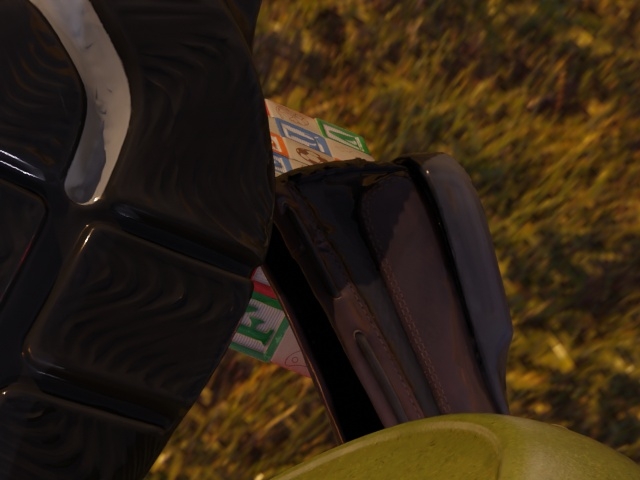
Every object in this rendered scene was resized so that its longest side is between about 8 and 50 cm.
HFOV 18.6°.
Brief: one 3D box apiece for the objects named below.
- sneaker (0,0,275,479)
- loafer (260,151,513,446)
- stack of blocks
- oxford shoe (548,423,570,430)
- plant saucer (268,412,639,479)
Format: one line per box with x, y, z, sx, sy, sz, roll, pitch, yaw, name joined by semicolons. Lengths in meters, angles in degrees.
-0.127;-0.020;0.837;0.169;0.257;0.447;23;62;-11;sneaker
0.035;0.102;0.773;0.095;0.109;0.302;-1;60;-21;loafer
0.000;0.000;1.382;0.171;0.297;0.087;22;108;-19;stack of blocks
0.216;0.261;1.062;0.146;0.140;0.397;-22;68;-14;oxford shoe
-0.014;0.117;0.572;0.241;0.241;0.037;-35;100;-17;plant saucer
